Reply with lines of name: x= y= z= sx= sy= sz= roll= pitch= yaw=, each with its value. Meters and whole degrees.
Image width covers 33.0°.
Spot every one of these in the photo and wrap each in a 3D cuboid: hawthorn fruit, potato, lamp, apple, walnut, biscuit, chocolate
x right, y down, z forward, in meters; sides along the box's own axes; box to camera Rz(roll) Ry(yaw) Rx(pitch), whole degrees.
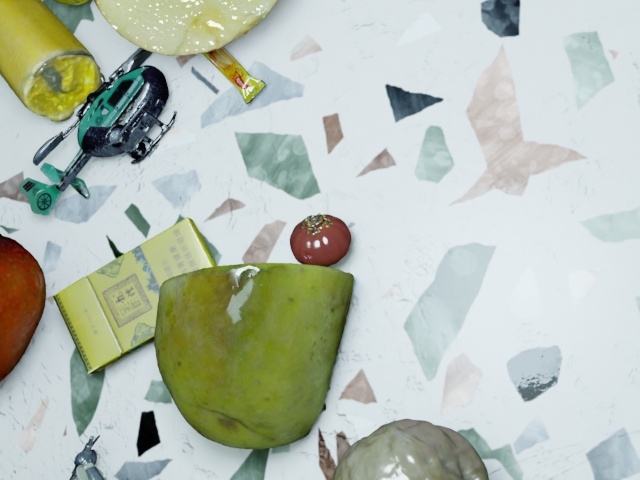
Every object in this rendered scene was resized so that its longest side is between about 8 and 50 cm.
hawthorn fruit: x=-0.617 y=0.115 z=1.851 sx=0.295 sy=0.295 sz=0.311 roll=-8 pitch=80 yaw=19
potato: x=-0.121 y=0.185 z=1.667 sx=0.330 sy=0.213 sz=0.280 roll=-3 pitch=83 yaw=12
lamp: x=0.000 y=0.000 z=1.742 sx=0.101 sy=0.090 sz=0.101 roll=-10 pitch=39 yaw=8
apple: x=-0.231 y=-0.472 z=1.837 sx=0.309 sy=0.252 sz=0.314 roll=-29 pitch=63 yaw=15
walnut: x=0.131 y=0.380 z=1.526 sx=0.248 sy=0.248 sz=0.248 roll=-4 pitch=78 yaw=20
biscuit: x=-0.201 y=-0.348 z=1.923 sx=0.048 sy=0.026 sz=0.292 roll=-49 pitch=67 yaw=12
chocolate: x=-0.585 y=-0.415 z=2.028 sx=0.162 sy=0.162 sz=0.445 roll=-45 pitch=64 yaw=7

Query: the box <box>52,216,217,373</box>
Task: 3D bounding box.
box: x=-0.305 y=0.094 z=1.840 sx=0.279 sy=0.041 sz=0.153 roll=-29 pitch=79 yaw=6

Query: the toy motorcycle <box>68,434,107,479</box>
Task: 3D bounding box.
toy motorcycle: x=-0.423 y=0.447 z=1.806 sx=0.263 sy=0.091 sz=0.157 roll=-32 pitch=65 yaw=14

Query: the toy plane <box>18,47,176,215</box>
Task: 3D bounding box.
toy plane: x=-0.389 y=-0.192 z=1.925 sx=0.155 sy=0.106 sz=0.382 roll=41 pitch=95 yaw=29

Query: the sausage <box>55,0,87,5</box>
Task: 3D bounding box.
sausage: x=-0.534 y=-0.549 z=2.034 sx=0.347 sy=0.123 sz=0.123 roll=38 pitch=93 yaw=22
